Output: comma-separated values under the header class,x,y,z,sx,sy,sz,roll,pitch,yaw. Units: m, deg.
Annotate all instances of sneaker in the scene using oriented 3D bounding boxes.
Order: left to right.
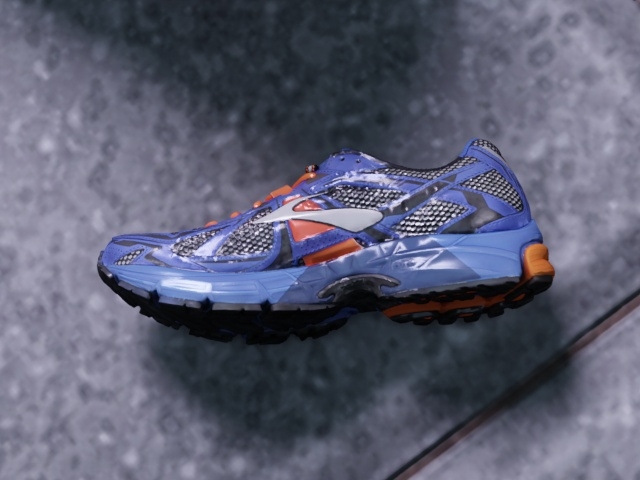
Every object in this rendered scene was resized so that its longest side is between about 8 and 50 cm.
class,x,y,z,sx,sy,sz,roll,pitch,yaw
sneaker,0.000,0.000,0.600,0.221,0.083,0.087,-5,71,0
